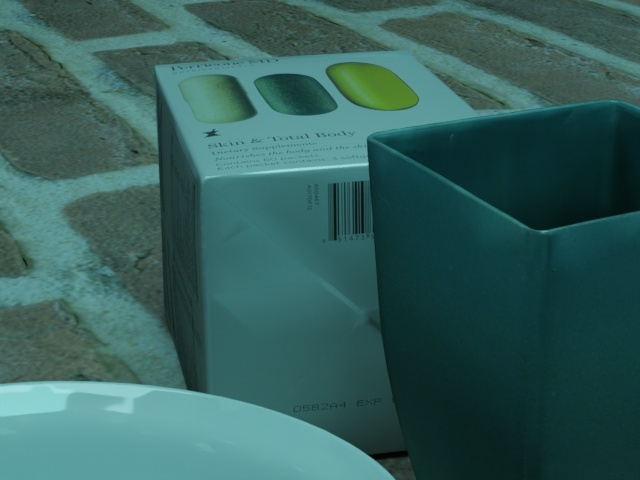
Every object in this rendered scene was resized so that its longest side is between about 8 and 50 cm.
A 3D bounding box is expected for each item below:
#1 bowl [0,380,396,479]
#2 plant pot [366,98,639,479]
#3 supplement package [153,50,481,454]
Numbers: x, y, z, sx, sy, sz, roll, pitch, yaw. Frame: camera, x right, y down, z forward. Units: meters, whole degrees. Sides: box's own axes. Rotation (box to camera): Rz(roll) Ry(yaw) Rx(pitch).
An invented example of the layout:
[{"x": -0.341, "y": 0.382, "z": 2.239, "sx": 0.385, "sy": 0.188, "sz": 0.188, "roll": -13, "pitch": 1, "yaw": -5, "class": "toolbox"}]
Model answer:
[{"x": -0.110, "y": 0.172, "z": 0.656, "sx": 0.298, "sy": 0.134, "sz": 0.298, "roll": 3, "pitch": 14, "yaw": -1, "class": "bowl"}, {"x": 0.131, "y": 0.065, "z": 0.815, "sx": 0.166, "sy": 0.234, "sz": 0.166, "roll": -10, "pitch": 24, "yaw": -24, "class": "plant pot"}, {"x": 0.000, "y": 0.000, "z": 1.035, "sx": 0.199, "sy": 0.198, "sz": 0.262, "roll": -5, "pitch": 21, "yaw": -11, "class": "supplement package"}]
